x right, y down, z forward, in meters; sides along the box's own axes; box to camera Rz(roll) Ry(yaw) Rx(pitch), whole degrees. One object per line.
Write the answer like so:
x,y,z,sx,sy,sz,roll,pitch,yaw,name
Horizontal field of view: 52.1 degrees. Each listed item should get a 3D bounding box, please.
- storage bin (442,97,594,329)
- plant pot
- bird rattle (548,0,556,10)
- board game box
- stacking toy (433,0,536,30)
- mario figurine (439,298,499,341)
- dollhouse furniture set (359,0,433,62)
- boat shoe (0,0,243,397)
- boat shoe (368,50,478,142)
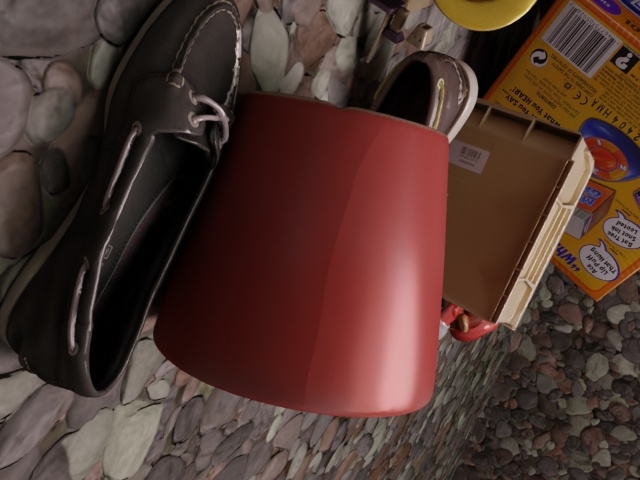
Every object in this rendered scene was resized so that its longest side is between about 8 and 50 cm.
0.188,-0.054,0.891,0.123,0.262,0.260,13,103,-61,storage bin
0.000,0.000,0.622,0.275,0.275,0.243,2,102,-62,plant pot
0.509,-0.480,1.286,0.207,0.143,0.253,-23,148,-37,bird rattle
0.490,-0.197,1.078,0.356,0.356,0.356,-37,166,-43,board game box
0.229,-0.390,0.667,0.130,0.309,0.279,-89,160,-70,stacking toy
0.284,0.089,1.409,0.198,0.170,0.320,-18,129,-6,mario figurine
0.099,-0.243,0.769,0.114,0.091,0.081,-39,161,-44,dollhouse furniture set
-0.129,-0.037,0.514,0.335,0.095,0.112,-62,154,0,boat shoe
0.073,-0.079,0.806,0.097,0.116,0.324,-5,130,-53,boat shoe
